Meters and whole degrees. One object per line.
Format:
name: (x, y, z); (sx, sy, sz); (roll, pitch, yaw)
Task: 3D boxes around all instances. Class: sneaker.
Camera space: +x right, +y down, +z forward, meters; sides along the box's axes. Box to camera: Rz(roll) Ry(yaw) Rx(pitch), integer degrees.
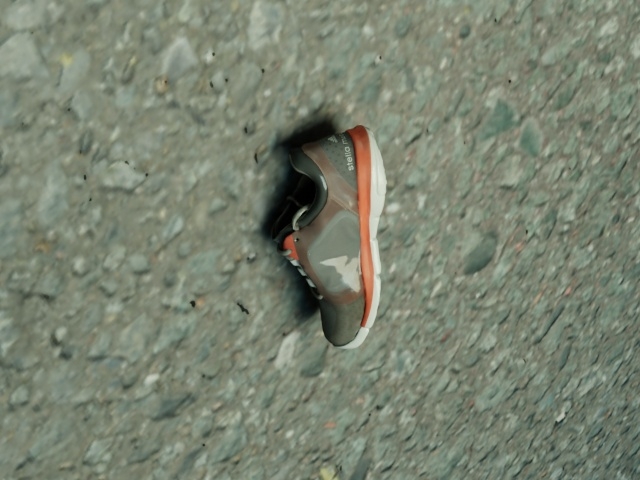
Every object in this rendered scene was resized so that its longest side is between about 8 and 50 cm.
sneaker: (0.000, 0.000, 0.869); (0.065, 0.061, 0.158); (-7, 125, -12)
